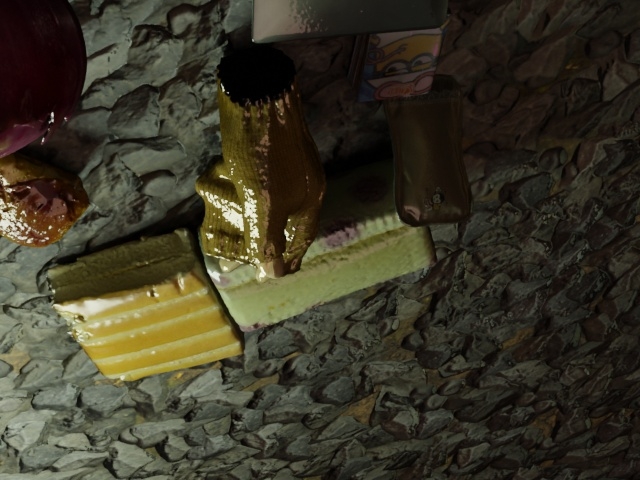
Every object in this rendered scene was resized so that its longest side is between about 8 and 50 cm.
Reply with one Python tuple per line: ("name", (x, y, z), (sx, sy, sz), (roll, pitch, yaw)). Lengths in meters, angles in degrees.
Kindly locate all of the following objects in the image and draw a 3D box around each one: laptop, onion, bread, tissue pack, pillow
("laptop", (0.042, -0.346, 1.818), (0.269, 0.015, 0.187), (-8, 121, -17))
("onion", (-0.429, -0.214, 1.563), (0.358, 0.358, 0.344), (7, 105, -33))
("bread", (0.000, 0.000, 2.171), (0.338, 0.155, 0.187), (-19, 136, 1))
("bread", (-0.269, 0.103, 2.198), (0.246, 0.111, 0.239), (-16, 141, 8))
("tissue pack", (0.107, -0.263, 1.961), (0.116, 0.065, 0.155), (-8, 141, -16))
("pillow", (0.153, -0.129, 2.066), (0.130, 0.217, 0.033), (-4, 180, -22))
("bread", (-0.441, -0.076, 1.923), (0.139, 0.077, 0.271), (-43, 136, 23))

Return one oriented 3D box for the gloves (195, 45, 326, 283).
("gloves", (-0.073, -0.088, 1.962), (0.155, 0.203, 0.356), (-7, 126, -21))
